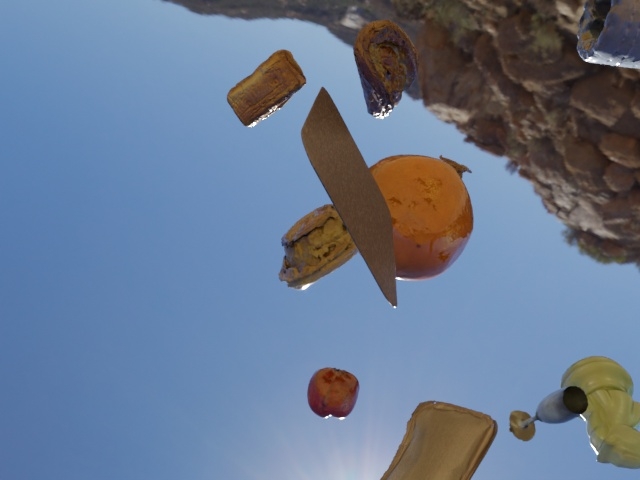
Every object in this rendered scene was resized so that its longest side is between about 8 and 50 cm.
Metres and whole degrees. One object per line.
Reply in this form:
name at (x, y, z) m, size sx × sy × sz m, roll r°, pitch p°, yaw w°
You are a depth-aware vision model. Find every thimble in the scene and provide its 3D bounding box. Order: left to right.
thimble at (0.466, -0.337, 0.961) m, size 0.117 × 0.151 × 0.127 m, roll 8°, pitch -138°, yaw 1°

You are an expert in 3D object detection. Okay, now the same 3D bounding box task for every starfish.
starfish at (0.357, -0.188, 1.687) m, size 0.130 × 0.041 × 0.133 m, roll -11°, pitch -121°, yaw -32°

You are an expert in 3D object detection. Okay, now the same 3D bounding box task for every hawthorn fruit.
hawthorn fruit at (0.030, 0.355, 1.497) m, size 0.128 × 0.128 × 0.128 m, roll 17°, pitch -155°, yaw -8°

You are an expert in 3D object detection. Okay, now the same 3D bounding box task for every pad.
pad at (0.034, -0.056, 0.636) m, size 0.176 × 0.002 × 0.266 m, roll 60°, pitch -165°, yaw -18°

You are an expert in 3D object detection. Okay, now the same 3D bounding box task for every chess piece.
chess piece at (0.675, 0.411, 1.476) m, size 0.175 × 0.176 × 0.298 m, roll 18°, pitch -157°, yaw -5°

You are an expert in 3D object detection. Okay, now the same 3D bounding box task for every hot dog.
hot dog at (0.088, -0.232, 0.882) m, size 0.065 × 0.147 × 0.099 m, roll 27°, pitch -111°, yaw 24°

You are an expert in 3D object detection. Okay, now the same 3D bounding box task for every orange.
orange at (0.212, -0.057, 1.535) m, size 0.311 × 0.312 × 0.312 m, roll 17°, pitch -155°, yaw -8°

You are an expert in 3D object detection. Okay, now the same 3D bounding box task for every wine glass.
wine glass at (0.429, 0.328, 1.216) m, size 0.066 × 0.198 × 0.066 m, roll 6°, pitch -119°, yaw -12°

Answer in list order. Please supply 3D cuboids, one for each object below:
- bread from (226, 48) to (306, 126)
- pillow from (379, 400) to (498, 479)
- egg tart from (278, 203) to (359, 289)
bread at (-0.086, -0.236, 1.008) m, size 0.074 × 0.132 × 0.053 m, roll 51°, pitch -153°, yaw -8°
pillow at (0.146, 0.319, 0.878) m, size 0.130 × 0.038 × 0.233 m, roll 9°, pitch -132°, yaw 38°
egg tart at (0.000, 0.000, 1.300) m, size 0.106 × 0.241 × 0.241 m, roll 51°, pitch -160°, yaw -15°
